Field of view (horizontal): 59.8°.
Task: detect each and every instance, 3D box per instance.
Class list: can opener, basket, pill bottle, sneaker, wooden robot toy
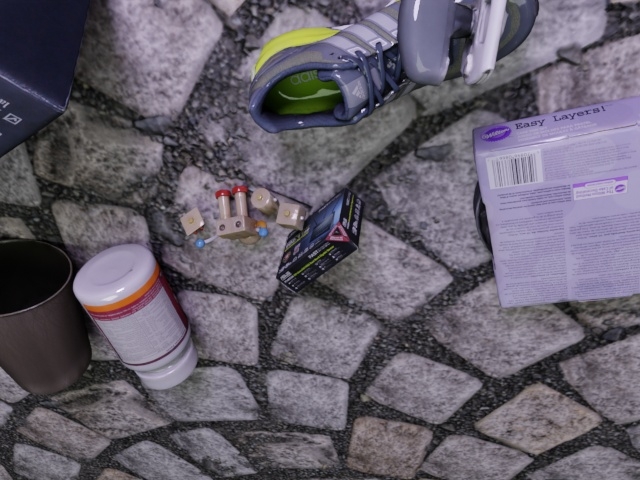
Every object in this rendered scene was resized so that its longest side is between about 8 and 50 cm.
[{"bbox_3d":[0.119,-0.262,0.421,0.095,0.076,0.283,3,108,-3],"label":"can opener"},{"bbox_3d":[-0.465,0.131,0.890,0.204,0.154,0.227,4,134,4],"label":"basket"},{"bbox_3d":[-0.274,0.123,0.858,0.121,0.121,0.221,-4,130,14],"label":"pill bottle"},{"bbox_3d":[0.060,-0.169,0.545,0.300,0.121,0.111,-16,126,22],"label":"sneaker"},{"bbox_3d":[-0.096,-0.027,0.751,0.173,0.076,0.079,-9,163,18],"label":"wooden robot toy"}]

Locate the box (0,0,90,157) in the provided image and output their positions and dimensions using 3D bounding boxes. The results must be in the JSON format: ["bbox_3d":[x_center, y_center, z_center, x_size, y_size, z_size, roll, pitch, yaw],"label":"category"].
[{"bbox_3d":[-0.459,-0.188,0.506,0.395,0.212,0.293,-21,146,27],"label":"box"}]

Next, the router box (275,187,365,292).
[{"bbox_3d":[0.000,0.000,0.720,0.038,0.092,0.122,38,126,-20],"label":"router box"}]

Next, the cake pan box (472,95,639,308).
[{"bbox_3d":[0.317,-0.035,0.646,0.267,0.070,0.246,-10,125,18],"label":"cake pan box"}]
